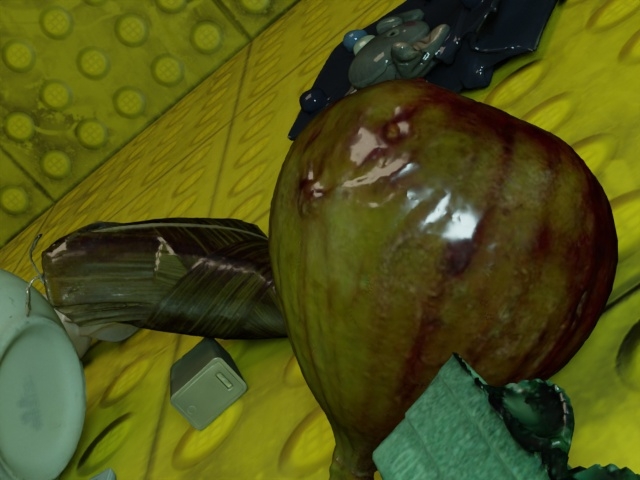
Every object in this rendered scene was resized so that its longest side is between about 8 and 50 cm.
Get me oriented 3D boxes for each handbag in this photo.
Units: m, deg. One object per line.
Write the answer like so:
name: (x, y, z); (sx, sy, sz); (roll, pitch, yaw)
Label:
handbag: (0.111, -0.220, 1.243); (0.326, 0.118, 0.269); (-30, 22, 39)

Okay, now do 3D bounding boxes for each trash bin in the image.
trash bin: (-0.106, 0.128, 0.994); (0.061, 0.043, 0.092); (-42, 14, 0)

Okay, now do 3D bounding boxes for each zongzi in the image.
zongzi: (-0.124, 0.041, 0.961); (0.241, 0.248, 0.111); (-161, 73, -65)

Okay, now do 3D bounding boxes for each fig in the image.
fig: (0.038, 0.065, 0.663); (0.320, 0.217, 0.217); (-63, 16, 8)

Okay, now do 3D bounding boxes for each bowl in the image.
bowl: (-0.343, 0.156, 1.055); (0.163, 0.307, 0.307); (-3, 33, 19)

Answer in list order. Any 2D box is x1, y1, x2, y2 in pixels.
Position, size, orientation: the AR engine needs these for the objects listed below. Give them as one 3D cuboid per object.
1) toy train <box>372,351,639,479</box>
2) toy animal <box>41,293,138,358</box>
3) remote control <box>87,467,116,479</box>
toy train: (0.077, 0.169, 0.370); (0.178, 0.138, 0.330); (-45, 17, 3)
toy animal: (-0.326, 0.115, 1.371); (0.221, 0.103, 0.131); (-17, 29, 54)
remote control: (-0.253, 0.269, 0.987); (0.162, 0.029, 0.061); (-31, 22, 16)
